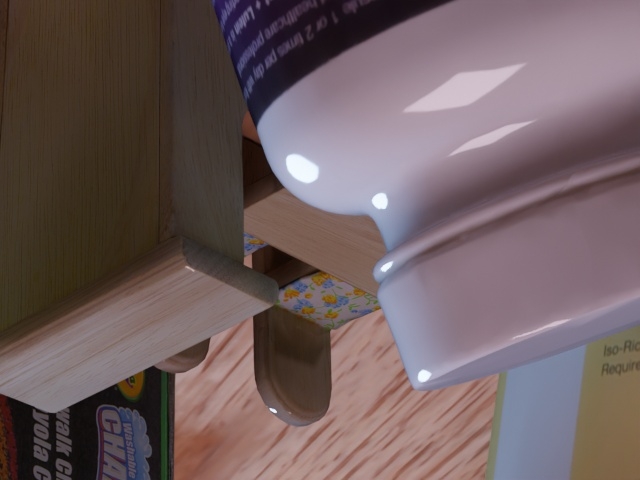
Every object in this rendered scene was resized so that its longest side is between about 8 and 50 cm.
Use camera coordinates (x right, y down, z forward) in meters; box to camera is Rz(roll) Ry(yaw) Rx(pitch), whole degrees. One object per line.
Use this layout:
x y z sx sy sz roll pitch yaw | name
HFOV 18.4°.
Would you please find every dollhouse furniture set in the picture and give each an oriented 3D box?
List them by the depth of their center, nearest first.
0.000 0.000 0.740 0.212 0.161 0.242 -27 141 36 | dollhouse furniture set

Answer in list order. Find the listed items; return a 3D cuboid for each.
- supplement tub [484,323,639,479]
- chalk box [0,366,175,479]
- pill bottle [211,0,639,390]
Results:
0.175 0.001 0.545 0.241 0.331 0.241 9 161 3 | supplement tub
-0.182 0.099 0.881 0.179 0.180 0.289 -20 143 28 | chalk box
0.026 -0.071 0.435 0.108 0.193 0.108 -18 170 -3 | pill bottle
